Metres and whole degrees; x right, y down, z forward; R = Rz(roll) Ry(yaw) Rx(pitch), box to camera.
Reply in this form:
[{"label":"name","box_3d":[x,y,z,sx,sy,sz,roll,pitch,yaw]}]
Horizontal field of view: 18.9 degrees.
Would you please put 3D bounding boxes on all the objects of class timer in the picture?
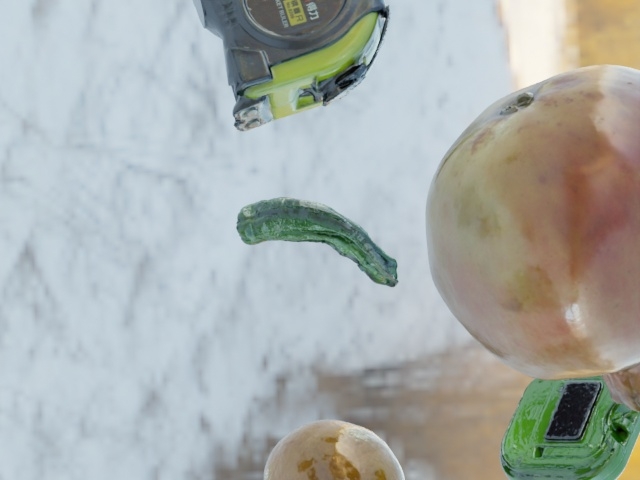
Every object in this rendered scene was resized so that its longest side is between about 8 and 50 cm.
[{"label":"timer","box_3d":[0.238,0.176,1.813,0.047,0.128,0.140,57,47,-34]}]

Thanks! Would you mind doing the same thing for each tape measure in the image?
[{"label":"tape measure","box_3d":[-0.022,-0.214,1.915,0.112,0.186,0.199,75,-3,-69]}]

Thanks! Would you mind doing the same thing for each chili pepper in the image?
[{"label":"chili pepper","box_3d":[0.004,-0.005,1.258,0.055,0.118,0.035,129,-24,-59]}]

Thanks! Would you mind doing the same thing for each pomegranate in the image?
[{"label":"pomegranate","box_3d":[0.214,0.004,1.515,0.252,0.229,0.270,-36,105,-38]}]

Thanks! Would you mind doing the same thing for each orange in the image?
[{"label":"orange","box_3d":[0.017,0.252,1.902,0.156,0.124,0.156,31,-50,46]}]
